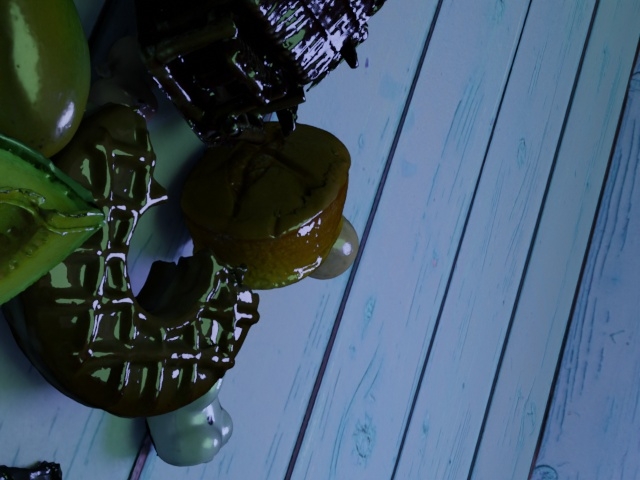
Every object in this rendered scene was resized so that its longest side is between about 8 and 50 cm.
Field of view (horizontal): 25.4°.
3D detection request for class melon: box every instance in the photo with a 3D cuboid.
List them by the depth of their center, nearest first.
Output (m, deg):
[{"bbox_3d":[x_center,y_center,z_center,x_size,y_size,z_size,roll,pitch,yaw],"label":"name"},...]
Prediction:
[{"bbox_3d":[-0.348,-0.004,1.289,0.169,0.129,0.265,-45,165,26],"label":"melon"}]

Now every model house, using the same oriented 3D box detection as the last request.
[{"bbox_3d":[-0.032,-0.239,1.584,0.317,0.282,0.297,55,10,-47],"label":"model house"}]

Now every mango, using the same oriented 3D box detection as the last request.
[{"bbox_3d":[-0.290,-0.200,1.357,0.156,0.114,0.251,-29,124,-49],"label":"mango"}]

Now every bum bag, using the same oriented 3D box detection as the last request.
[{"bbox_3d":[-0.323,0.279,1.486,0.197,0.049,0.087,13,80,-64],"label":"bum bag"}]

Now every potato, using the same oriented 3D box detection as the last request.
[{"bbox_3d":[-0.002,-0.001,2.018,0.147,0.112,0.112,47,54,-50],"label":"potato"}]

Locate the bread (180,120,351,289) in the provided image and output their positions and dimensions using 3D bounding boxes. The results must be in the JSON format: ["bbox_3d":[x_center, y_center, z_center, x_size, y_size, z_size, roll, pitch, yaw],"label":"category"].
[{"bbox_3d":[-0.065,-0.052,1.776,0.270,0.195,0.143,-53,148,-53],"label":"bread"}]

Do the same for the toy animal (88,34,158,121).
[{"bbox_3d":[-0.214,-0.169,1.573,0.089,0.083,0.150,-37,-156,60],"label":"toy animal"}]

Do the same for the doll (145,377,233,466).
[{"bbox_3d":[-0.162,0.185,1.726,0.110,0.106,0.181,-40,132,-67],"label":"doll"}]

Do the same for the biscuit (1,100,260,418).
[{"bbox_3d":[-0.213,0.048,1.528,0.268,0.115,0.366,-58,133,-29],"label":"biscuit"}]
